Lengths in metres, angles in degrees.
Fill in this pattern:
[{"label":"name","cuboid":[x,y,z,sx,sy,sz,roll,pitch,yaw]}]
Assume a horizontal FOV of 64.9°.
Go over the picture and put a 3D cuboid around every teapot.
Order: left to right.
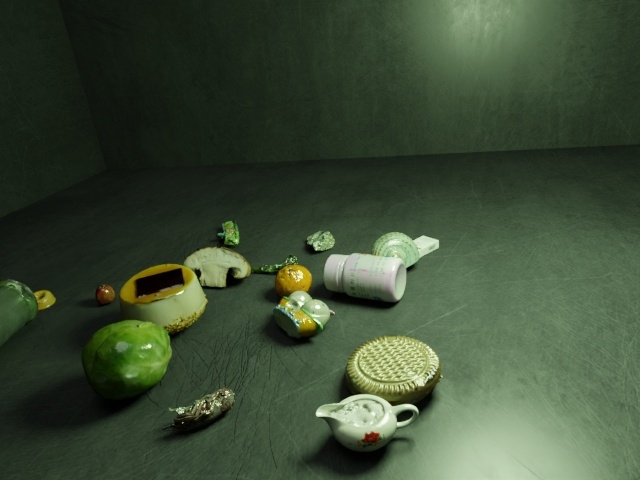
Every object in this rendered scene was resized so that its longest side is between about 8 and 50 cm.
[{"label":"teapot","cuboid":[-1.115,0.286,1.665,0.270,0.200,0.337,-37,16,15]},{"label":"teapot","cuboid":[0.106,0.404,1.118,0.226,0.093,0.145,-7,25,-3]}]

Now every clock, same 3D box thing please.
[{"label":"clock","cuboid":[-0.057,0.226,1.571,0.144,0.104,0.230,-20,28,-32]}]

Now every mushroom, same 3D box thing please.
[{"label":"mushroom","cuboid":[-0.377,0.102,1.956,0.285,0.156,0.151,3,-3,21]}]

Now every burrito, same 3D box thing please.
[{"label":"burrito","cuboid":[-0.434,-0.033,2.351,0.104,0.054,0.288,-12,23,-10]}]

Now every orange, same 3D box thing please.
[{"label":"orange","cuboid":[-0.095,0.142,1.762,0.135,0.118,0.136,0,22,0]}]

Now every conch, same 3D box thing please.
[{"label":"conch","cuboid":[0.266,0.032,1.867,0.172,0.131,0.200,-28,30,2]}]

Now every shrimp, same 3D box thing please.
[{"label":"shrimp","cuboid":[-0.300,0.420,1.234,0.190,0.075,0.073,-26,60,-16]}]

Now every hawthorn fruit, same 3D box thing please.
[{"label":"hawthorn fruit","cuboid":[-0.808,0.202,1.886,0.077,0.077,0.077,-6,23,3]}]

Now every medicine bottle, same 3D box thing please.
[{"label":"medicine bottle","cuboid":[0.149,0.121,1.695,0.254,0.152,0.152,4,25,26]}]

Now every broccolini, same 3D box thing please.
[{"label":"broccolini","cuboid":[-0.206,0.090,2.007,0.271,0.062,0.123,1,14,26]}]

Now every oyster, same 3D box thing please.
[{"label":"oyster","cuboid":[0.000,0.000,2.142,0.124,0.064,0.177,-16,22,-11]}]

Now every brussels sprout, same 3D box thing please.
[{"label":"brussels sprout","cuboid":[-0.520,0.319,1.370,0.243,0.244,0.244,-6,23,3]}]

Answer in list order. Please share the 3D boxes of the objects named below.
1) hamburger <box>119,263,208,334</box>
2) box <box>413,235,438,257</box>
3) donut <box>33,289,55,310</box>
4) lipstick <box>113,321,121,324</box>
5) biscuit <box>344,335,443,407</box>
[{"label":"hamburger","cuboid":[-0.517,0.207,1.659,0.275,0.179,0.294,-17,28,-16]},{"label":"box","cuboid":[0.386,0.029,1.983,0.154,0.040,0.083,-24,31,-33]},{"label":"donut","cuboid":[-1.078,0.229,1.944,0.097,0.043,0.108,-21,31,-29]},{"label":"lipstick","cuboid":[-0.638,0.315,1.606,0.045,0.045,0.145,-20,27,-23]},{"label":"biscuit","cuboid":[0.183,0.329,1.286,0.258,0.079,0.259,-6,23,2]}]
